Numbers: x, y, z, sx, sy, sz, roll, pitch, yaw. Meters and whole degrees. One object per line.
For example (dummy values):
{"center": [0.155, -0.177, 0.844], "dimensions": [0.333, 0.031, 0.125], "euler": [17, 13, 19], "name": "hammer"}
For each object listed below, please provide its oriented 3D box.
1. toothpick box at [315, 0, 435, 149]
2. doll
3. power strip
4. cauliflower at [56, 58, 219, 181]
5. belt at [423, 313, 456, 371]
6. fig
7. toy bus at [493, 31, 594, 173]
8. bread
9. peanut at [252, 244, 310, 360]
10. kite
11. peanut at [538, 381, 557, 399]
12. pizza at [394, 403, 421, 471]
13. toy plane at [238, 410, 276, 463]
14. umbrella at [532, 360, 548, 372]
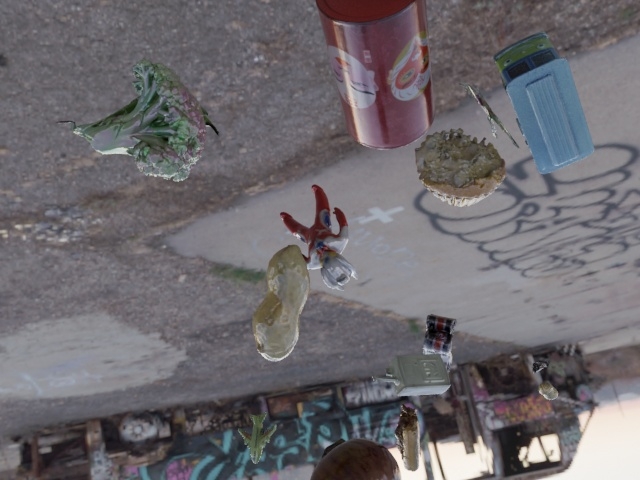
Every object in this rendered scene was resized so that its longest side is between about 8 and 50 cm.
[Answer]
{"center": [0.120, -0.366, 1.267], "dimensions": [0.204, 0.204, 0.333], "euler": [-14, 144, 5], "name": "toothpick box"}
{"center": [0.000, 0.000, 1.704], "dimensions": [0.188, 0.384, 0.099], "euler": [-42, 130, 9], "name": "doll"}
{"center": [0.180, 0.270, 1.264], "dimensions": [0.175, 0.075, 0.042], "euler": [1, 143, -23], "name": "power strip"}
{"center": [-0.364, -0.219, 1.277], "dimensions": [0.315, 0.239, 0.256], "euler": [-10, 174, -13], "name": "cauliflower"}
{"center": [0.380, 0.359, 2.046], "dimensions": [0.094, 0.126, 0.360], "euler": [11, 146, 16], "name": "belt"}
{"center": [0.076, 0.578, 1.464], "dimensions": [0.214, 0.235, 0.235], "euler": [-1, 172, 32], "name": "fig"}
{"center": [0.571, -0.349, 1.618], "dimensions": [0.152, 0.190, 0.312], "euler": [-23, 128, 18], "name": "toy bus"}
{"center": [0.413, -0.208, 1.884], "dimensions": [0.274, 0.274, 0.149], "euler": [-11, 141, -5], "name": "bread"}
{"center": [-0.082, 0.137, 1.365], "dimensions": [0.101, 0.263, 0.117], "euler": [18, -172, 16], "name": "peanut"}
{"center": [0.370, -0.275, 1.393], "dimensions": [0.012, 0.229, 0.250], "euler": [-37, 152, 12], "name": "kite"}
{"center": [0.555, 0.367, 1.543], "dimensions": [0.037, 0.037, 0.083], "euler": [-24, 139, 34], "name": "peanut"}
{"center": [0.244, 0.533, 1.776], "dimensions": [0.069, 0.154, 0.194], "euler": [-5, -159, 6], "name": "pizza"}
{"center": [-0.140, 0.438, 1.407], "dimensions": [0.102, 0.111, 0.040], "euler": [-17, 154, 32], "name": "toy plane"}
{"center": [0.566, 0.325, 1.627], "dimensions": [0.020, 0.031, 0.083], "euler": [10, -172, 40], "name": "umbrella"}
